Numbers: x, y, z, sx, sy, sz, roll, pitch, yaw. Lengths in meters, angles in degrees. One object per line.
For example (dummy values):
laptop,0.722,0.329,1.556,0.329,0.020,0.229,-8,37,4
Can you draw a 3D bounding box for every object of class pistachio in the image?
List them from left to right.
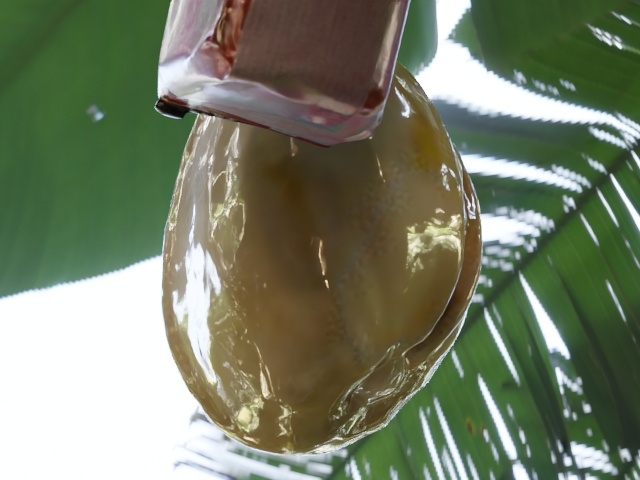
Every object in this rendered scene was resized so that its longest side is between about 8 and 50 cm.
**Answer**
pistachio,0.000,0.000,1.045,0.230,0.230,0.309,-5,-117,6

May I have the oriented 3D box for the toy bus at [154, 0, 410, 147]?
toy bus,0.001,-0.207,0.862,0.127,0.147,0.302,16,-96,-17
